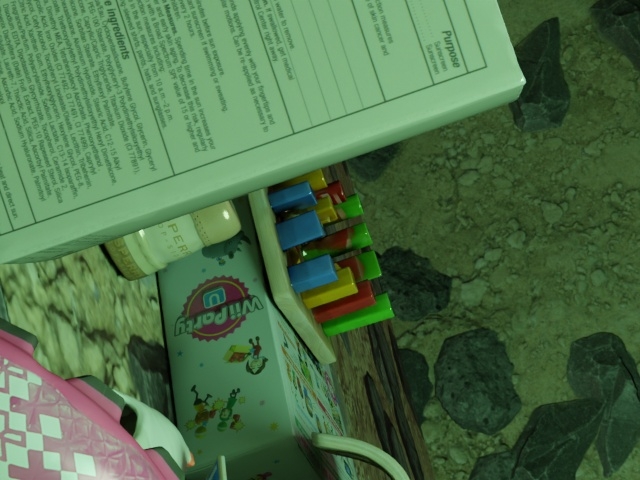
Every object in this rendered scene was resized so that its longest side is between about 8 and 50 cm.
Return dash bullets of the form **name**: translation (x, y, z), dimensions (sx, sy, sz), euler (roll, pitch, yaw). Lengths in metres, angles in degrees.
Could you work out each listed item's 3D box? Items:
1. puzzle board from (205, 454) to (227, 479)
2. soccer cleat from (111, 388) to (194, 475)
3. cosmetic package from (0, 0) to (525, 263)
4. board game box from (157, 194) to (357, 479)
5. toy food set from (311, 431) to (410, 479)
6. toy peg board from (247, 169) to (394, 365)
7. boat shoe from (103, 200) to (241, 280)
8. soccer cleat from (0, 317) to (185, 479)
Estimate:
- **puzzle board**: translation (-0.072, 0.201, 0.708), dimensions (0.096, 0.011, 0.128), euler (-100, -150, -49)
- **soccer cleat**: translation (-0.106, 0.166, 0.670), dimensions (0.076, 0.068, 0.196), euler (48, 19, -34)
- **cosmetic package**: translation (-0.055, -0.107, 0.710), dimensions (0.113, 0.309, 0.160), euler (-5, 77, -84)
- **board game box**: translation (-0.057, 0.099, 1.075), dimensions (0.224, 0.097, 0.303), euler (62, 11, -52)
- **toy food set**: translation (0.027, 0.287, 0.837), dimensions (0.220, 0.092, 0.306), euler (78, 8, -78)
- **toy peg board**: translation (0.000, 0.000, 1.063), dimensions (0.160, 0.079, 0.161), euler (60, 12, -61)
- **boat shoe**: translation (-0.129, -0.121, 0.999), dimensions (0.121, 0.110, 0.341), euler (63, 12, -54)
- **soccer cleat**: translation (-0.098, 0.175, 0.488), dimensions (0.331, 0.116, 0.143), euler (58, 39, -26)
